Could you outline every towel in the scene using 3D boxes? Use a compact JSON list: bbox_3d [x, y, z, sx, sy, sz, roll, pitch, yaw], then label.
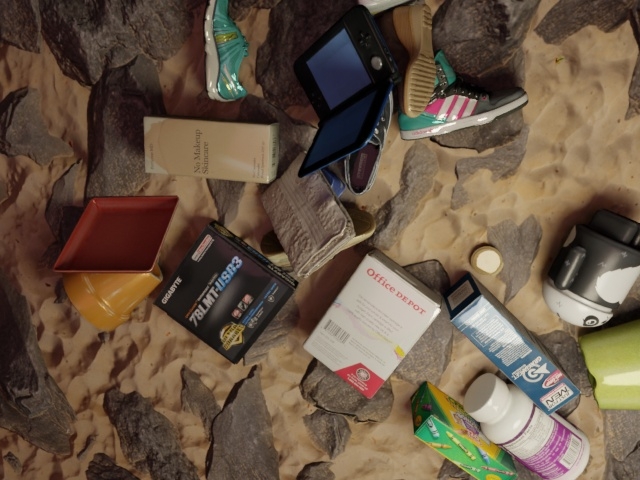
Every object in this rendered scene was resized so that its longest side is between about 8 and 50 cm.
[{"bbox_3d":[-0.041,-0.066,1.196,0.187,0.049,0.282,-43,57,21],"label":"towel"}]

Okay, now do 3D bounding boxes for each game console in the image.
[{"bbox_3d":[0.016,-0.309,1.066,0.173,0.293,0.250,-35,101,-31],"label":"game console"}]

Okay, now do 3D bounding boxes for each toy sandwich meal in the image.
[{"bbox_3d":[0.429,0.051,1.266,0.085,0.029,0.085,3,104,11],"label":"toy sandwich meal"}]

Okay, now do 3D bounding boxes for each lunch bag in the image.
[{"bbox_3d":[0.011,-0.124,1.244,0.098,0.065,0.067,-51,54,18],"label":"lunch bag"}]

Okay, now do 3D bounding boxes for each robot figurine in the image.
[{"bbox_3d":[0.651,0.071,1.166,0.209,0.173,0.278,23,106,3],"label":"robot figurine"}]

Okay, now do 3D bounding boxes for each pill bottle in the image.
[{"bbox_3d":[0.534,0.488,1.297,0.301,0.169,0.169,37,106,-3],"label":"pill bottle"}]

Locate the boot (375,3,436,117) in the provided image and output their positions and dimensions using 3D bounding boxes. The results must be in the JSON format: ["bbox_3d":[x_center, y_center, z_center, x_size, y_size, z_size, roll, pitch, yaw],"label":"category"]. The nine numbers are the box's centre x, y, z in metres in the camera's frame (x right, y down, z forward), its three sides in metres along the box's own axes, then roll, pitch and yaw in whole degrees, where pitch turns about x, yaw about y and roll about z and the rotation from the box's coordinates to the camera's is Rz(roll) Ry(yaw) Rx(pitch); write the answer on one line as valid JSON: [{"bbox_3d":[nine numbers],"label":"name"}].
[{"bbox_3d":[0.149,-0.382,1.093,0.207,0.090,0.248,2,86,47],"label":"boot"}]

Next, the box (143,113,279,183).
[{"bbox_3d":[-0.266,-0.231,1.225,0.311,0.121,0.148,4,106,6],"label":"box"}]

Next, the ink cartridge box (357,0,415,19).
[{"bbox_3d":[0.133,-0.563,1.056,0.127,0.176,0.128,-12,104,10],"label":"ink cartridge box"}]

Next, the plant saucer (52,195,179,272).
[{"bbox_3d":[-0.514,-0.009,1.276,0.258,0.259,0.048,0,139,7],"label":"plant saucer"}]

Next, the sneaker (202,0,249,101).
[{"bbox_3d":[-0.226,-0.476,1.181,0.110,0.107,0.275,-3,111,-12],"label":"sneaker"}]

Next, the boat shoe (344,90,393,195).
[{"bbox_3d":[0.109,-0.257,1.181,0.108,0.102,0.301,12,106,4],"label":"boat shoe"}]

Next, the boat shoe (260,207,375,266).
[{"bbox_3d":[0.000,0.000,1.275,0.302,0.109,0.098,-16,143,11],"label":"boat shoe"}]

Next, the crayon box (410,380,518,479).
[{"bbox_3d":[0.379,0.524,1.328,0.278,0.165,0.081,35,106,-4],"label":"crayon box"}]

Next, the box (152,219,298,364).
[{"bbox_3d":[-0.262,0.145,1.355,0.293,0.073,0.295,38,106,-5],"label":"box"}]

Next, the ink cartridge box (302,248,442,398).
[{"bbox_3d":[0.135,0.211,1.269,0.226,0.131,0.306,38,104,9],"label":"ink cartridge box"}]

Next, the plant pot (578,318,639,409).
[{"bbox_3d":[0.781,0.300,1.186,0.254,0.276,0.276,-15,103,22],"label":"plant pot"}]

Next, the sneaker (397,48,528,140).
[{"bbox_3d":[0.311,-0.352,1.126,0.295,0.124,0.178,-13,113,11],"label":"sneaker"}]

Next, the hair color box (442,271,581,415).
[{"bbox_3d":[0.470,0.254,1.239,0.347,0.174,0.105,43,106,-5],"label":"hair color box"}]

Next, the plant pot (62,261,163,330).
[{"bbox_3d":[-0.540,0.107,1.323,0.188,0.205,0.205,-33,99,-1],"label":"plant pot"}]
